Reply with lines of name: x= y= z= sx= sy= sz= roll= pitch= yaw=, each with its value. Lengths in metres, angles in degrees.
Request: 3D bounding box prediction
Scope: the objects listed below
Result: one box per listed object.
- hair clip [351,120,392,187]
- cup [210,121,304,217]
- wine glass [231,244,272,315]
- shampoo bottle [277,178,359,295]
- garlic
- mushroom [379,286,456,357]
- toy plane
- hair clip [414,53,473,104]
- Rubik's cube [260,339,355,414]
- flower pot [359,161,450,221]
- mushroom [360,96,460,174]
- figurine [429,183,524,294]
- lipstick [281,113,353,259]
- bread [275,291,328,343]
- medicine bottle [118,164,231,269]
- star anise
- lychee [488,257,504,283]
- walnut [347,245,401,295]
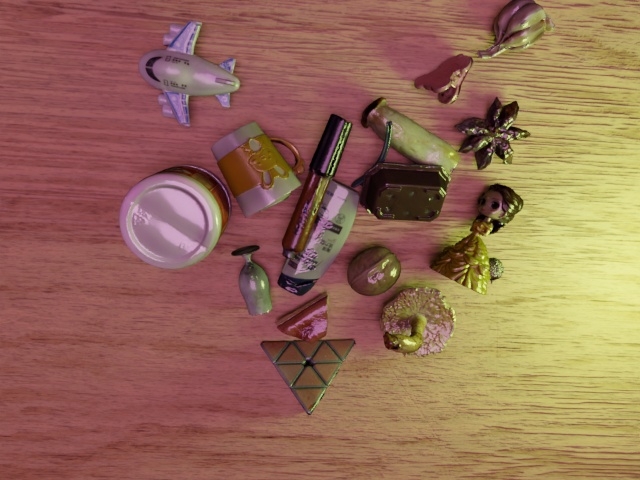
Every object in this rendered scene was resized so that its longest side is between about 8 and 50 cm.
hair clip: x=0.162 y=-0.233 z=1.287 sx=0.070 sy=0.039 sz=0.229 roll=20 pitch=126 yaw=-7
cup: x=-0.161 y=-0.207 z=1.267 sx=0.241 sy=0.185 sz=0.226 roll=-37 pitch=100 yaw=-28
wine glass: x=-0.204 y=0.123 z=1.383 sx=0.093 sy=0.093 sz=0.202 roll=-13 pitch=105 yaw=1
shampoo bottle: x=0.000 y=0.000 z=1.364 sx=0.134 sy=0.078 sz=0.359 roll=25 pitch=103 yaw=-8
garlic: x=0.501 y=-0.557 z=1.214 sx=0.194 sy=0.131 sz=0.127 roll=-29 pitch=123 yaw=13
mushroom: x=0.277 y=0.291 z=1.363 sx=0.233 sy=0.301 sz=0.208 roll=35 pitch=135 yaw=2
toy plane: x=-0.347 y=-0.437 z=1.205 sx=0.267 sy=0.122 sz=0.266 roll=0 pitch=105 yaw=0
hair clip: x=0.342 y=-0.452 z=1.239 sx=0.102 sy=0.123 sz=0.138 roll=13 pitch=113 yaw=-36
Rubik's cube: x=-0.037 y=0.432 z=1.451 sx=0.229 sy=0.234 sz=0.228 roll=19 pitch=62 yaw=-43
flower pot: x=0.247 y=-0.123 z=1.301 sx=0.251 sy=0.084 sz=0.178 roll=2 pitch=130 yaw=-6
mushroom: x=0.255 y=-0.288 z=1.294 sx=0.312 sy=0.081 sz=0.099 roll=32 pitch=108 yaw=-12
figurine: x=0.471 y=-0.020 z=1.344 sx=0.168 sy=0.187 sz=0.315 roll=26 pitch=95 yaw=-5
lipstick: x=-0.016 y=-0.142 z=1.272 sx=0.077 sy=0.077 sz=0.417 roll=20 pitch=101 yaw=-8
bread: x=-0.035 y=0.259 z=1.441 sx=0.193 sy=0.067 sz=0.119 roll=-29 pitch=98 yaw=4
medicine bottle: x=-0.383 y=-0.071 z=1.244 sx=0.253 sy=0.241 sz=0.252 roll=-1 pitch=105 yaw=-3
star anise: x=0.498 y=-0.293 z=1.304 sx=0.212 sy=0.073 sz=0.196 roll=-35 pitch=110 yaw=4
lychee: x=0.532 y=0.093 z=1.420 sx=0.067 sy=0.068 sz=0.083 roll=11 pitch=87 yaw=-35
walnut: x=0.160 y=0.093 z=1.369 sx=0.162 sy=0.140 sz=0.140 roll=-40 pitch=104 yaw=19
